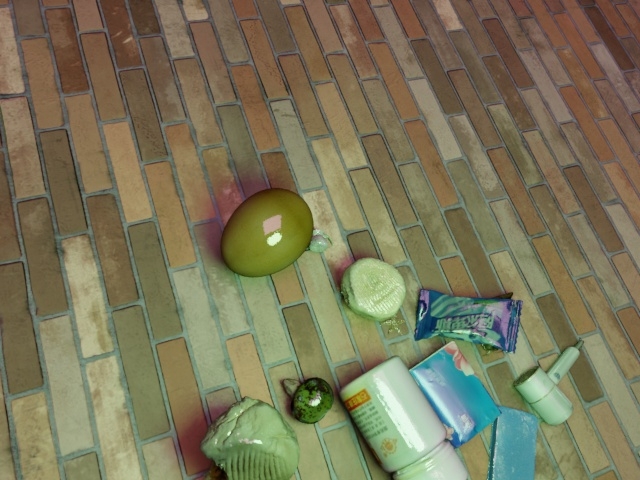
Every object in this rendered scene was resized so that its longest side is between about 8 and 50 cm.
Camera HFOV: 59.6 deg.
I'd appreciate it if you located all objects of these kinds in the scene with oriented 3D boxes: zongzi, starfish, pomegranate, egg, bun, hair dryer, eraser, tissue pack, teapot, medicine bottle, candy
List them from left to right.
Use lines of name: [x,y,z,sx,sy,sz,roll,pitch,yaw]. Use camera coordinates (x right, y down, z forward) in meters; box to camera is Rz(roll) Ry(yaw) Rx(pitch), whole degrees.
bun: [-0.192,0.552,1.511,0.282,0.281,0.204,-1,33,-14]
egg: [-0.168,-0.022,1.757,0.250,0.250,0.322,45,69,8]
pomegranate: [-0.036,0.467,1.661,0.125,0.163,0.138,43,75,-36]
teapot: [0.000,0.000,1.894,0.083,0.064,0.064,-2,59,-10]
bun: [0.164,0.160,1.822,0.221,0.134,0.220,8,59,-14]
starfish: [0.242,0.272,1.858,0.092,0.016,0.086,0,65,-11]
medicine bottle: [0.239,0.549,1.621,0.219,0.219,0.388,-28,76,-23]
tissue pack: [0.399,0.480,1.734,0.209,0.137,0.269,-27,76,-21]
candy: [0.481,0.262,1.831,0.332,0.077,0.186,8,73,14]
zongzi: [0.609,0.280,1.899,0.184,0.084,0.187,-13,72,-12]
eraser: [0.598,0.685,1.743,0.144,0.042,0.311,17,64,-5]
hair dryer: [0.815,0.444,1.881,0.357,0.107,0.173,-35,81,-30]
